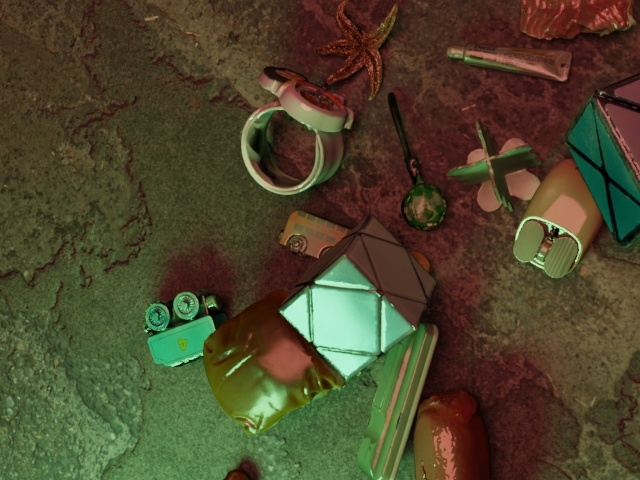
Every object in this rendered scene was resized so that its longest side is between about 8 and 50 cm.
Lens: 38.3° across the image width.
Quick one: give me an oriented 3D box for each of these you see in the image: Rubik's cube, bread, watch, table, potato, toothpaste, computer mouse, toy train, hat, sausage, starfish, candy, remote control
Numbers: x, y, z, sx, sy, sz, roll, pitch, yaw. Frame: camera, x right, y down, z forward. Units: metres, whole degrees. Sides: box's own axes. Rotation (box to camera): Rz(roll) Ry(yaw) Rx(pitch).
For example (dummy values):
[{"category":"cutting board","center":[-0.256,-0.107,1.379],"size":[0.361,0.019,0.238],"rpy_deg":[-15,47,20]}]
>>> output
[{"category":"Rubik's cube","center":[0.078,0.110,1.820],"size":[0.205,0.207,0.205],"rpy_deg":[46,119,-4]},{"category":"bread","center":[-0.086,0.248,1.907],"size":[0.279,0.225,0.250],"rpy_deg":[-37,73,17]},{"category":"watch","center":[-0.063,-0.233,1.992],"size":[0.244,0.196,0.231],"rpy_deg":[33,118,15]},{"category":"table","center":[0.342,-0.145,1.806],"size":[0.166,0.198,0.167],"rpy_deg":[-2,84,20]},{"category":"Rubik's cube","center":[0.618,-0.166,1.650],"size":[0.254,0.260,0.259],"rpy_deg":[-24,74,-5]},{"category":"potato","center":[0.192,0.066,1.913],"size":[0.068,0.062,0.083],"rpy_deg":[21,77,53]},{"category":"toothpaste","center":[0.387,-0.374,1.900],"size":[0.255,0.037,0.067],"rpy_deg":[11,83,17]},{"category":"computer mouse","center":[0.478,-0.048,1.812],"size":[0.145,0.082,0.236],"rpy_deg":[31,94,19]},{"category":"toy train","center":[0.000,0.000,1.982],"size":[0.188,0.072,0.099],"rpy_deg":[22,93,20]},{"category":"hat","center":[0.512,-0.546,1.835],"size":[0.236,0.107,0.286],"rpy_deg":[3,98,30]},{"category":"toy train","center":[-0.300,0.194,2.056],"size":[0.198,0.107,0.154],"rpy_deg":[-21,85,16]},{"category":"sausage","center":[0.259,0.431,1.805],"size":[0.152,0.152,0.280],"rpy_deg":[-3,82,19]},{"category":"starfish","center":[0.092,-0.420,2.001],"size":[0.238,0.057,0.213],"rpy_deg":[-35,85,20]},{"category":"candy","center":[0.189,-0.172,1.937],"size":[0.097,0.097,0.323],"rpy_deg":[-20,71,17]},{"category":"remote control","center":[0.149,0.318,1.868],"size":[0.065,0.128,0.335],"rpy_deg":[17,90,-22]}]

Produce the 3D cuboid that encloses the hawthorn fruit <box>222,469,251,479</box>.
[{"category":"hawthorn fruit","center":[-0.180,0.536,1.997],"size":[0.077,0.077,0.077],"rpy_deg":[-2,84,19]}]
